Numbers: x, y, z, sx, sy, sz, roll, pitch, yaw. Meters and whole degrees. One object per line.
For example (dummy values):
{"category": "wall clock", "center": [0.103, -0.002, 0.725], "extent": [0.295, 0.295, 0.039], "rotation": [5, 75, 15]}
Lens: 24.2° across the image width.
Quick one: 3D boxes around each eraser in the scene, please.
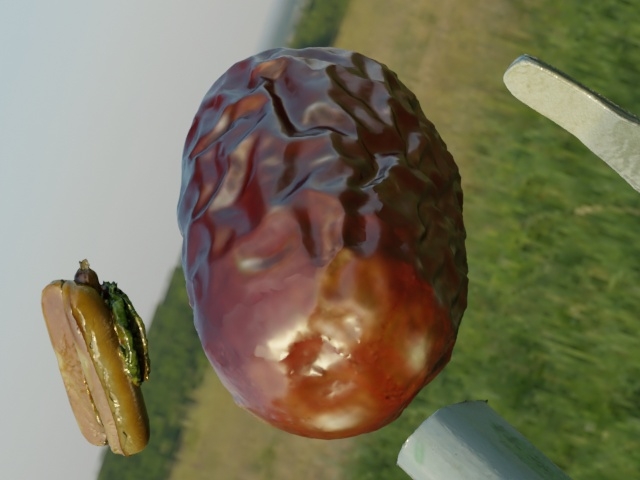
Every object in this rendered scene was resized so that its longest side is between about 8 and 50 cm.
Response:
{"category": "eraser", "center": [0.187, 0.241, 1.307], "extent": [0.081, 0.227, 0.174], "rotation": [-55, -22, 13]}

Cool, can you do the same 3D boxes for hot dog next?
{"category": "hot dog", "center": [-0.126, 0.071, 0.877], "extent": [0.041, 0.056, 0.133], "rotation": [-33, -56, -35]}

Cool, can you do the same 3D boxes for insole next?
{"category": "insole", "center": [0.210, -0.067, 1.027], "extent": [0.010, 0.192, 0.063], "rotation": [-60, 4, -32]}

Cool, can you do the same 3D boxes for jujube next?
{"category": "jujube", "center": [0.000, 0.000, 0.552], "extent": [0.176, 0.112, 0.109], "rotation": [-91, 22, -56]}
